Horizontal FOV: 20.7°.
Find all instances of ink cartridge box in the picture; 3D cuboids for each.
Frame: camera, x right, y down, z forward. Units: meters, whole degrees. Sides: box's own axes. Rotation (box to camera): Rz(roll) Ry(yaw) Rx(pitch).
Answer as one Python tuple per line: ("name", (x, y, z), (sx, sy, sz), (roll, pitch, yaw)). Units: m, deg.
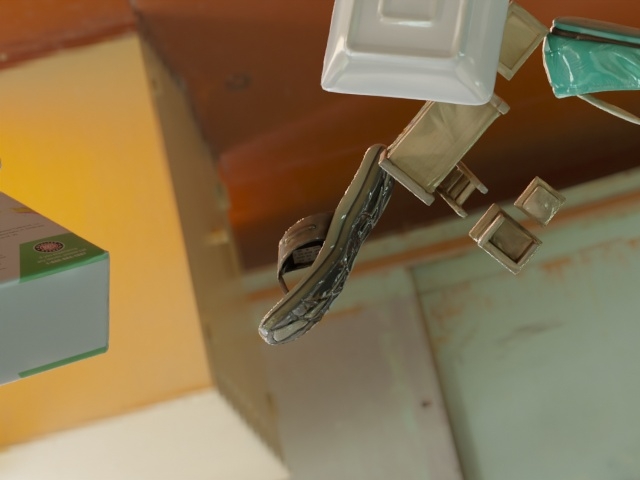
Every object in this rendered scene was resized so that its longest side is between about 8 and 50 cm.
("ink cartridge box", (-0.283, 0.030, 1.350), (0.154, 0.212, 0.093), (-17, 121, -38))

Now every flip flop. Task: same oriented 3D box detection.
("flip flop", (0.000, 0.000, 2.041), (0.080, 0.277, 0.112), (25, 164, 14))

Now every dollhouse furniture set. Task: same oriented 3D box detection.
("dollhouse furniture set", (0.170, -0.091, 1.550), (0.182, 0.161, 0.101), (-50, -177, 8))

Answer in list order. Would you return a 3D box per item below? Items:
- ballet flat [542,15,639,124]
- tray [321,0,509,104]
("ballet flat", (0.310, -0.137, 1.495), (0.247, 0.087, 0.083), (8, -159, 21))
("tray", (0.086, -0.244, 1.385), (0.145, 0.270, 0.030), (7, 171, 20))
